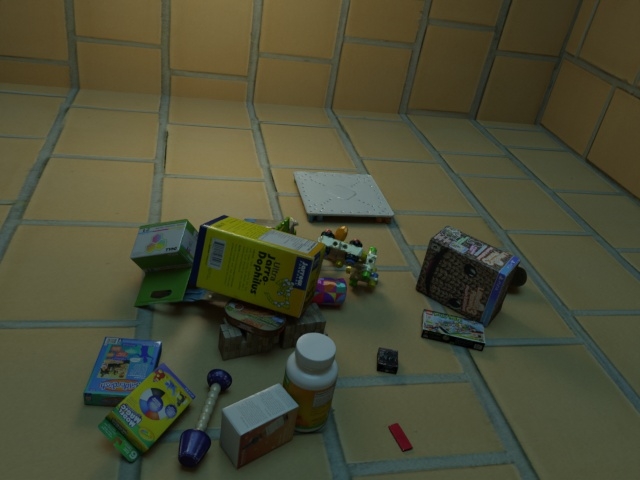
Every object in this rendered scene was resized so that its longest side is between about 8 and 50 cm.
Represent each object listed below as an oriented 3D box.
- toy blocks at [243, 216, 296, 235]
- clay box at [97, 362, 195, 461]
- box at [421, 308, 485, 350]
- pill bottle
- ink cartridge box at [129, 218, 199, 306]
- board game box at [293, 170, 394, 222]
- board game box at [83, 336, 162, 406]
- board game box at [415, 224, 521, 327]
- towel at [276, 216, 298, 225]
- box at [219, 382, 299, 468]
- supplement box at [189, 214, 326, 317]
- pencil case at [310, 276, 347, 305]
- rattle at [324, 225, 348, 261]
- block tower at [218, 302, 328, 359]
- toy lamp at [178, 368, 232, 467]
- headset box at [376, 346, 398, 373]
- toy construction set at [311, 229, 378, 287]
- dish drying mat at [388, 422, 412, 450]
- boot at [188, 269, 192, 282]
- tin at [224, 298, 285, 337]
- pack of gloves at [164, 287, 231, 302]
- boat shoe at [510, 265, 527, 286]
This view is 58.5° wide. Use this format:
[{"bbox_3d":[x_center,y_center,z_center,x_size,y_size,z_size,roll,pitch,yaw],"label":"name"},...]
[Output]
[{"bbox_3d":[-0.248,0.010,2.072,0.260,0.191,0.381,4,21,8],"label":"toy blocks"},{"bbox_3d":[-0.426,0.422,1.416,0.127,0.053,0.222,47,36,-3],"label":"clay box"},{"bbox_3d":[0.442,0.299,1.918,0.206,0.036,0.114,12,32,4],"label":"box"},{"bbox_3d":[-0.028,0.365,1.484,0.136,0.246,0.136,7,32,-4],"label":"pill bottle"},{"bbox_3d":[-0.506,0.070,1.820,0.188,0.097,0.255,-8,51,19],"label":"ink cartridge box"},{"bbox_3d":[0.093,-0.197,2.588,0.389,0.050,0.390,1,33,-14],"label":"board game box"},{"bbox_3d":[-0.529,0.354,1.549,0.159,0.047,0.210,7,32,-7],"label":"board game box"},{"bbox_3d":[0.518,0.123,2.032,0.290,0.232,0.141,28,37,27],"label":"board game box"},{"bbox_3d":[-0.139,-0.075,2.369,0.083,0.010,0.060,-15,40,-34],"label":"towel"},{"bbox_3d":[-0.153,0.457,1.415,0.170,0.130,0.091,-17,42,-35],"label":"box"},{"bbox_3d":[-0.187,0.072,1.751,0.356,0.196,0.194,16,14,9],"label":"supplement box"},{"bbox_3d":[-0.030,0.171,1.935,0.236,0.105,0.104,2,33,-9],"label":"pencil case"},{"bbox_3d":[0.000,0.000,2.127,0.199,0.143,0.130,21,27,-28],"label":"rattle"},{"bbox_3d":[-0.142,0.273,1.743,0.335,0.097,0.091,-5,35,-25],"label":"block tower"},{"bbox_3d":[-0.291,0.447,1.446,0.080,0.080,0.275,12,31,3],"label":"toy lamp"},{"bbox_3d":[0.205,0.365,1.752,0.062,0.032,0.083,11,34,1],"label":"headset box"},{"bbox_3d":[0.061,0.072,2.022,0.327,0.215,0.151,5,64,-5],"label":"toy construction set"},{"bbox_3d":[0.213,0.525,1.525,0.032,0.008,0.083,-7,37,-23],"label":"dish drying mat"},{"bbox_3d":[-0.471,0.060,1.972,0.305,0.113,0.115,29,22,36],"label":"boot"},{"bbox_3d":[-0.194,0.226,1.684,0.189,0.040,0.106,20,30,17],"label":"tin"},{"bbox_3d":[-0.393,0.160,1.913,0.231,0.046,0.195,0,31,4],"label":"pack of gloves"},{"bbox_3d":[0.631,0.126,2.198,0.301,0.109,0.098,7,-7,-4],"label":"boat shoe"}]
